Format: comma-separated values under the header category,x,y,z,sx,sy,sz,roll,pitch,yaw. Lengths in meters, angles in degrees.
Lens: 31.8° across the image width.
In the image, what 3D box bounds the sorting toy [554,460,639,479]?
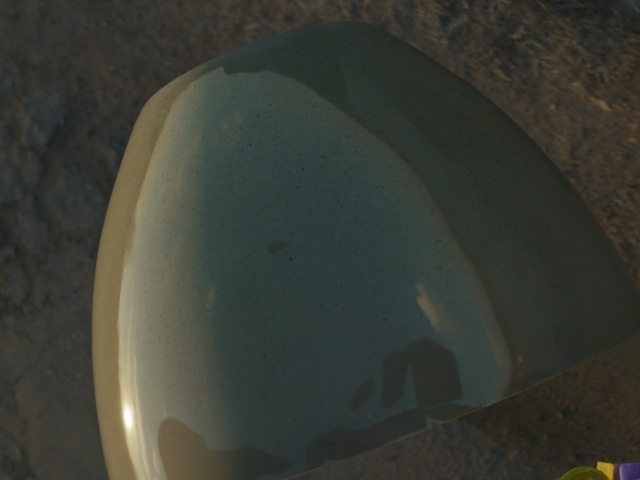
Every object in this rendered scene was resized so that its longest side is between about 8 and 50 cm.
category,x,y,z,sx,sy,sz,roll,pitch,yaw
sorting toy,0.094,0.087,0.351,0.083,0.075,0.045,-2,87,-1

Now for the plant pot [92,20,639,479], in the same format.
category,x,y,z,sx,sy,sz,roll,pitch,yaw
plant pot,0.000,0.000,0.582,0.284,0.284,0.191,-22,86,33
